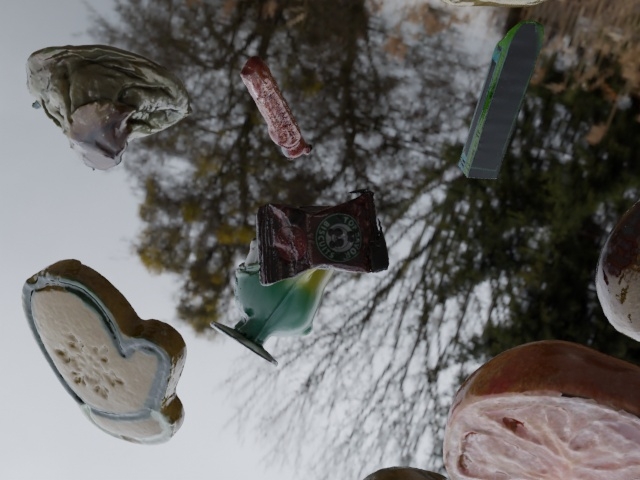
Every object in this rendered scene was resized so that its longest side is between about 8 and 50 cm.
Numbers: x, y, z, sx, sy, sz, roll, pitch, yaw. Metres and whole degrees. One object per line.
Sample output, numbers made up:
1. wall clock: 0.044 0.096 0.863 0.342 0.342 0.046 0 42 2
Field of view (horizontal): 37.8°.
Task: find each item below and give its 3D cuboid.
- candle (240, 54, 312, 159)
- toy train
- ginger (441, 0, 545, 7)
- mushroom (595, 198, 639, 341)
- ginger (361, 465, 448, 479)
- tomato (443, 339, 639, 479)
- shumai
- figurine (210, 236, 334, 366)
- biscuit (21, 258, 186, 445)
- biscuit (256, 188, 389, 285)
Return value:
1. candle: -0.072 -0.205 1.528 0.048 0.051 0.329 10 164 15
2. toy train: 0.220 -0.176 1.144 0.044 0.209 0.042 1 -147 -20
3. ginger: 0.203 -0.319 0.992 0.267 0.138 0.152 -6 170 0
4. mushroom: 0.680 0.036 1.673 0.334 0.331 0.356 29 169 -34
5. ginger: 0.176 0.452 1.432 0.236 0.166 0.375 13 -168 -24
6. tomato: 0.226 0.174 0.833 0.237 0.236 0.095 20 -132 8
7. shumai: -0.251 -0.145 1.099 0.201 0.120 0.201 5 163 2
8. figurine: -0.086 0.101 2.148 0.231 0.340 0.323 33 173 -11
9. biscuit: -0.324 0.185 1.453 0.287 0.343 0.057 -5 -151 35
10. biscuit: -0.001 -0.006 1.658 0.235 0.151 0.063 -7 177 5
